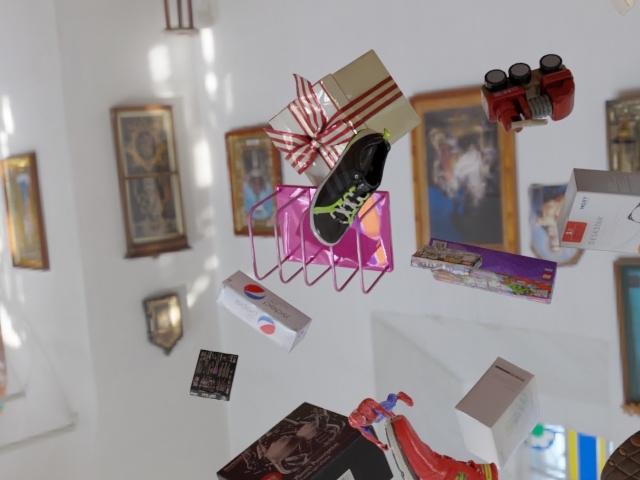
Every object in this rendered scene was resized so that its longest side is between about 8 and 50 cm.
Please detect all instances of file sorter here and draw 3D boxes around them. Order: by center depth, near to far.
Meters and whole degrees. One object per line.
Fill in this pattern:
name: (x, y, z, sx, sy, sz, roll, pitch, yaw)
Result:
file sorter: (0.000, 0.000, 1.817, 0.290, 0.202, 0.182, 6, -155, 25)

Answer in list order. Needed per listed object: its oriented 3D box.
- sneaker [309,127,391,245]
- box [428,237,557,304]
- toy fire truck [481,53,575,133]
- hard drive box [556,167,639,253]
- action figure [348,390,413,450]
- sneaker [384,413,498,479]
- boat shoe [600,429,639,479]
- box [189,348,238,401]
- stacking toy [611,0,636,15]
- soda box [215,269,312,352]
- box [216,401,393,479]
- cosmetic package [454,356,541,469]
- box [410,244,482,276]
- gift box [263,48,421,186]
sneaker: (0.055, -0.097, 1.391, 0.084, 0.235, 0.097, 22, -176, -24)
box: (0.406, 0.075, 1.848, 0.293, 0.057, 0.201, 12, 166, 18)
toy fire truck: (0.525, -0.330, 1.900, 0.216, 0.246, 0.158, -15, 142, 4)
hard drive box: (0.684, -0.065, 1.804, 0.232, 0.181, 0.089, 5, -134, 5)
action figure: (0.157, 0.420, 1.786, 0.139, 0.091, 0.280, 46, -166, 26)
sneaker: (0.206, 0.359, 1.167, 0.118, 0.279, 0.107, -40, -179, 7)
boat shoe: (0.676, 0.384, 1.382, 0.355, 0.130, 0.132, -33, -149, 14)
box: (-0.176, 0.223, 1.293, 0.067, 0.018, 0.083, 9, -134, -1)
stacking toy: (0.417, -0.488, 1.248, 0.309, 0.279, 0.130, -48, 180, -22)
soda box: (-0.131, 0.161, 1.789, 0.216, 0.069, 0.074, 33, -145, 14)
box: (-0.044, 0.628, 2.093, 0.343, 0.179, 0.312, -34, -160, -31)
cosmetic package: (0.533, 0.515, 2.320, 0.224, 0.224, 0.138, -42, -136, -22)
box: (0.278, 0.043, 1.720, 0.137, 0.027, 0.094, 10, -160, 24)
gift box: (0.034, -0.291, 1.883, 0.258, 0.276, 0.255, -42, -176, -39)
